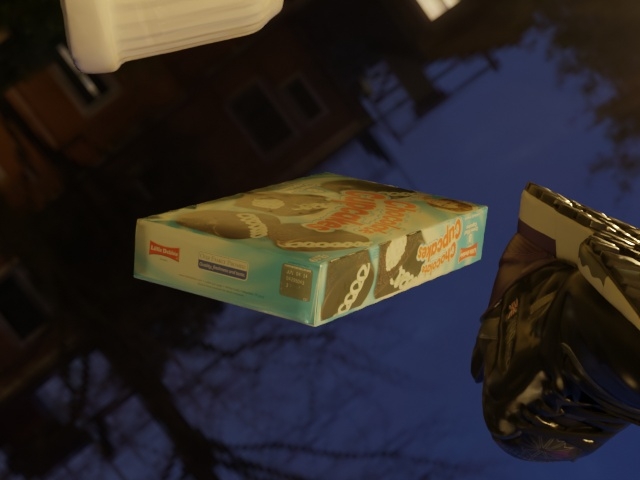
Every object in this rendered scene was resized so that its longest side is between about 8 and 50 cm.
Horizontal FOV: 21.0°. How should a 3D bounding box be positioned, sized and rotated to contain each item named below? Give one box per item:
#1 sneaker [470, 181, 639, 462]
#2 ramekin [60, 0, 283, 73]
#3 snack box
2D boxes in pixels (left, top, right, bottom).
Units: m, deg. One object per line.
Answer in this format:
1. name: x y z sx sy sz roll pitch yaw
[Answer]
1. sneaker: 0.137 0.063 0.819 0.283 0.107 0.124 -104 -142 -80
2. ramekin: -0.091 -0.238 1.020 0.127 0.273 0.273 -4 -166 -3
3. snack box: 0.000 0.000 1.567 0.187 0.060 0.322 14 -164 28
